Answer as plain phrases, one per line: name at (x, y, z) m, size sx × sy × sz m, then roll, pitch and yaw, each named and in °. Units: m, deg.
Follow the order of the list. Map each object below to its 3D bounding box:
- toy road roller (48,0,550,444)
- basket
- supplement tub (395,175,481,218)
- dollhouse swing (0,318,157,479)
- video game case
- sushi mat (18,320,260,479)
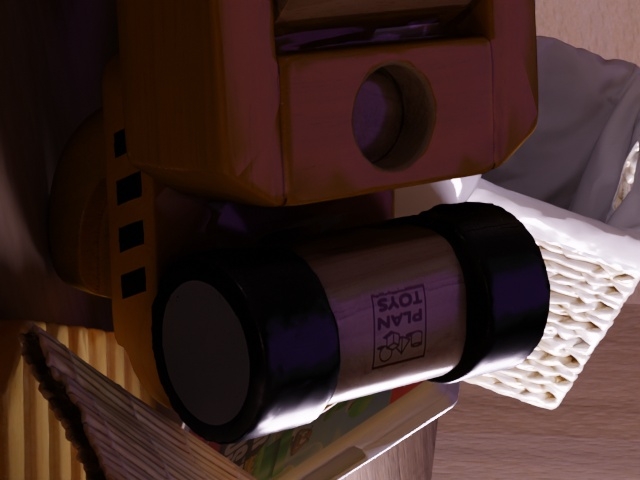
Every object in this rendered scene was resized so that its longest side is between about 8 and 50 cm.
toy road roller at (-0.034, -0.062, 0.872) m, size 0.202 × 0.240 × 0.329 m, roll -11°, pitch 105°, yaw -39°
basket at (0.173, -0.046, 1.786) m, size 0.328 × 0.331 × 0.266 m, roll -77°, pitch -173°, yaw -52°
supplement tub at (0.003, -0.186, 1.144) m, size 0.235 × 0.235 × 0.325 m, roll 70°, pitch 23°, yaw -67°
dollhouse swing at (-0.035, 0.224, 0.894) m, size 0.347 × 0.315 × 0.305 m, roll 34°, pitch 68°, yaw -79°
video game case at (-0.007, 0.106, 1.160) m, size 0.025 × 0.285 × 0.204 m, roll 41°, pitch 33°, yaw -20°
sushi mat at (-0.045, 0.151, 0.850) m, size 0.151 × 0.019 × 0.316 m, roll 55°, pitch 4°, yaw 33°
